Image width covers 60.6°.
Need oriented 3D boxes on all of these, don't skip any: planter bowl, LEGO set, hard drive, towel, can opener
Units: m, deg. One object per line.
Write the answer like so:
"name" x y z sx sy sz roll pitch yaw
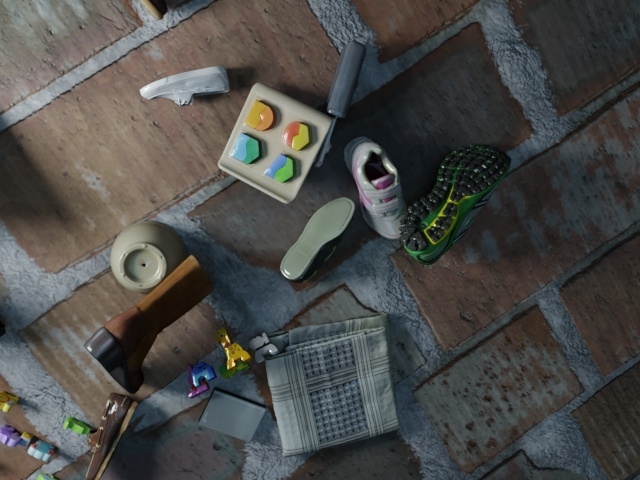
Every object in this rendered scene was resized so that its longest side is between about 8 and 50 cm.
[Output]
"planter bowl" -0.373 0.044 1.172 0.162 0.109 0.162 -1 99 -10
"LEGO set" -0.220 0.257 1.235 0.227 0.087 0.093 -28 67 -1
"hard drive" -0.210 0.416 1.306 0.135 0.022 0.094 24 95 -13
"towel" 0.035 0.348 1.321 0.312 0.056 0.324 -10 100 -8
"can opener" 0.013 -0.299 1.199 0.095 0.076 0.283 16 95 -13

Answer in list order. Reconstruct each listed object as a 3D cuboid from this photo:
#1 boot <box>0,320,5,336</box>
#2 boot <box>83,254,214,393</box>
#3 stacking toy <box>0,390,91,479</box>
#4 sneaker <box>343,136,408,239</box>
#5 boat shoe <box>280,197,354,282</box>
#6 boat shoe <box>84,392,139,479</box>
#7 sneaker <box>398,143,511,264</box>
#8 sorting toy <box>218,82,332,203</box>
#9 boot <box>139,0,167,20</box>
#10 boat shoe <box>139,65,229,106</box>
"boot" -0.781 0.103 1.116 0.246 0.094 0.207 4 102 -4
"boot" -0.352 0.183 1.193 0.096 0.264 0.280 33 62 25
"stacking toy" -0.656 0.453 1.219 0.221 0.052 0.167 28 94 -14
"sneaker" 0.133 -0.111 1.232 0.103 0.111 0.252 -29 103 -4
"boat shoe" 0.000 0.000 1.253 0.081 0.069 0.228 39 86 26
"boat shoe" -0.487 0.443 1.240 0.073 0.073 0.207 25 87 -11
"sneaker" 0.311 -0.089 1.276 0.343 0.146 0.134 -45 59 -11
"sorting toy" -0.101 -0.210 1.176 0.193 0.038 0.208 28 98 7
"boot" -0.315 -0.593 1.084 0.207 0.090 0.248 -30 99 -2
"boat shoe" -0.282 -0.317 1.156 0.184 0.066 0.063 -18 101 -16
